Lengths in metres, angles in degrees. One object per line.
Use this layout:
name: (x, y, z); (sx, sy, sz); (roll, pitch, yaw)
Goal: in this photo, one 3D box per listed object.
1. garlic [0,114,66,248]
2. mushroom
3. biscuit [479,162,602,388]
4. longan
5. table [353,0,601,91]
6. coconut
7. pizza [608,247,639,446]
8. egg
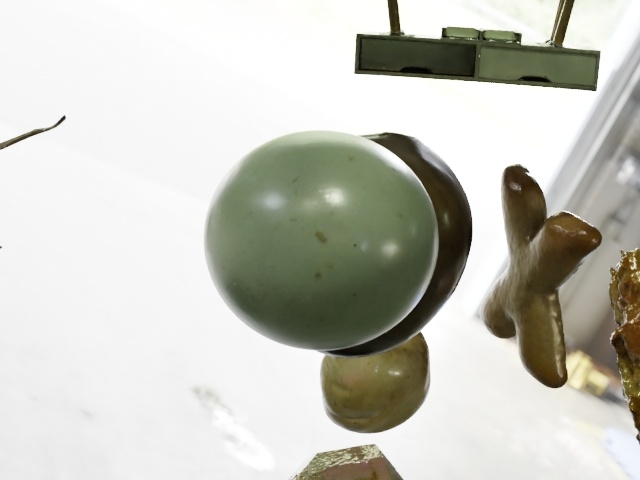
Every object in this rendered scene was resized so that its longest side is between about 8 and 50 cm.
garlic: (-0.393, -0.053, 1.596); (0.257, 0.207, 0.207); (-8, 32, -31)
mushroom: (0.060, 0.148, 1.610); (0.148, 0.148, 0.112); (17, 24, -39)
biscuit: (0.231, 0.040, 1.573); (0.047, 0.207, 0.164); (-11, 35, -25)
longan: (0.041, 0.001, 1.303); (0.198, 0.212, 0.198); (53, -13, 18)
table: (0.159, -0.217, 1.463); (0.240, 0.111, 0.121); (4, 10, 3)
coconut: (0.032, 0.264, 1.436); (0.122, 0.116, 0.116); (-6, 21, -9)
pizza: (0.312, 0.087, 1.079); (0.226, 0.335, 0.086); (35, -20, -6)
egg: (0.000, 0.000, 0.974); (0.149, 0.149, 0.192); (21, -5, -28)
